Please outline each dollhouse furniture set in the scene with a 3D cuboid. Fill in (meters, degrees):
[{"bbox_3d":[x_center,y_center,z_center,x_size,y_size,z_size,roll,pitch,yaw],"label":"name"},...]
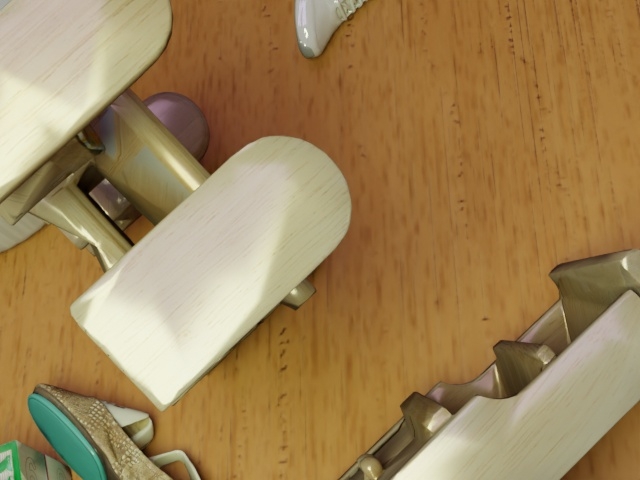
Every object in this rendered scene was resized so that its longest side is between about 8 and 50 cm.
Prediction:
[{"bbox_3d":[0.000,0.000,0.699,0.256,0.362,0.394,-43,88,-5],"label":"dollhouse furniture set"}]

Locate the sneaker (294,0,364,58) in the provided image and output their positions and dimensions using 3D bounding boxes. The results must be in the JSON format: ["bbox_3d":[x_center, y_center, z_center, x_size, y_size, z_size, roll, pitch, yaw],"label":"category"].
[{"bbox_3d":[0.020,-0.228,0.966,0.061,0.054,0.152,13,68,19],"label":"sneaker"}]

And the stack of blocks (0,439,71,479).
[{"bbox_3d":[-0.211,0.299,0.756,0.171,0.087,0.297,-21,60,6],"label":"stack of blocks"}]

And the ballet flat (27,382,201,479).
[{"bbox_3d":[-0.141,0.171,0.821,0.067,0.073,0.206,-31,58,-31],"label":"ballet flat"}]

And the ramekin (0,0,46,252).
[{"bbox_3d":[-0.330,-0.103,0.969,0.272,0.127,0.273,-7,63,13],"label":"ramekin"}]
